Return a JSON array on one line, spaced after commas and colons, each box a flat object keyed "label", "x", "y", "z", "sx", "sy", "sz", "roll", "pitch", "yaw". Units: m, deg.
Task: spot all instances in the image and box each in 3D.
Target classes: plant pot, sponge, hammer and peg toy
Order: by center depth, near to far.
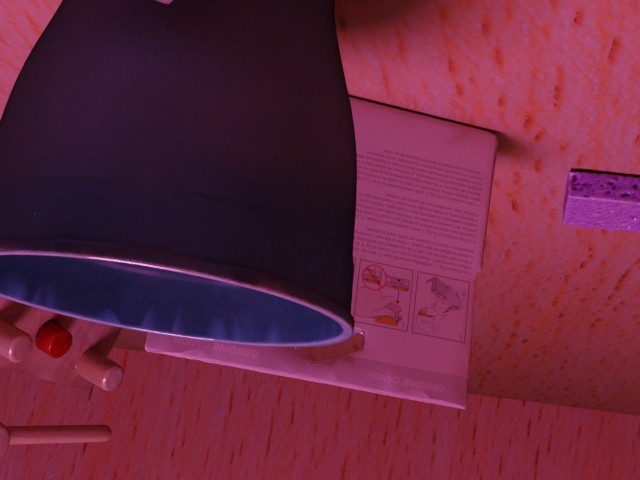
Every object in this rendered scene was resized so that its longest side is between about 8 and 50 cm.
[{"label": "plant pot", "x": -0.093, "y": -0.077, "z": 0.937, "sx": 0.271, "sy": 0.255, "sz": 0.272, "roll": 8, "pitch": 166, "yaw": 2}, {"label": "sponge", "x": 0.350, "y": -0.031, "z": 1.351, "sx": 0.210, "sy": 0.031, "sz": 0.117, "roll": 6, "pitch": 167, "yaw": 7}, {"label": "hammer and peg toy", "x": -0.323, "y": 0.093, "z": 1.616, "sx": 0.127, "sy": 0.361, "sz": 0.266, "roll": 24, "pitch": 177, "yaw": 31}]

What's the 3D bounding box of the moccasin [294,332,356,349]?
[{"label": "moccasin", "x": 0.032, "y": 0.043, "z": 1.717, "sx": 0.116, "sy": 0.138, "sz": 0.342, "roll": 24, "pitch": 146, "yaw": -37}]

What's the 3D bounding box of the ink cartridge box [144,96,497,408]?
[{"label": "ink cartridge box", "x": 0.000, "y": 0.000, "z": 1.194, "sx": 0.296, "sy": 0.261, "sz": 0.066, "roll": 12, "pitch": 166, "yaw": -15}]

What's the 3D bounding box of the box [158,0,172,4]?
[{"label": "box", "x": -0.108, "y": -0.212, "z": 0.729, "sx": 0.130, "sy": 0.091, "sz": 0.170, "roll": 14, "pitch": 166, "yaw": -23}]
